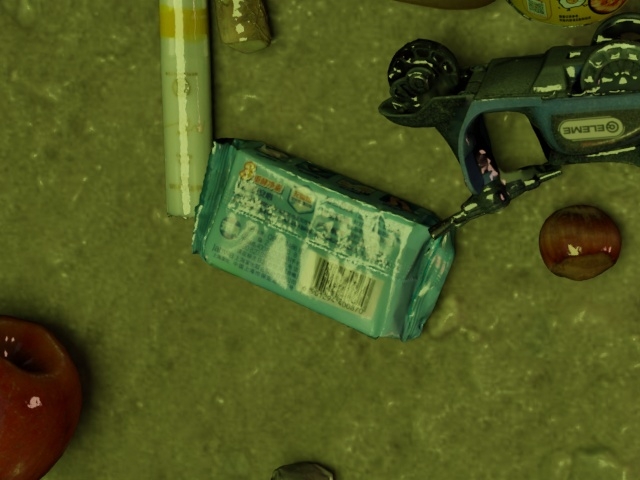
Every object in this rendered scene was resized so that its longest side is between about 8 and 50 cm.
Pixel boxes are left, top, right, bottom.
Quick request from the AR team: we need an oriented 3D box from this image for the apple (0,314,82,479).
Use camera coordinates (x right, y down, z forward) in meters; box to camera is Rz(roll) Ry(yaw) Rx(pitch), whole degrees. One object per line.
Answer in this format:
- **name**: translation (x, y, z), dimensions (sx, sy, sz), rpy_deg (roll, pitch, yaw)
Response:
- **apple**: translation (-0.394, 0.195, 2.127), dimensions (0.218, 0.218, 0.201), rpy_deg (37, 119, 9)

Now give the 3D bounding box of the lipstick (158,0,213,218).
- **lipstick**: translation (-0.151, -0.159, 2.047), dimensions (0.059, 0.059, 0.264), rpy_deg (4, 103, 20)

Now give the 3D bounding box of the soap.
- **soap**: translation (0.000, 0.000, 2.015), dimensions (0.293, 0.077, 0.156), rpy_deg (24, 108, 13)

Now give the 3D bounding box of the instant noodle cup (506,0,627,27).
- **instant noodle cup**: translation (0.247, -0.307, 1.793), dimensions (0.182, 0.182, 0.144), rpy_deg (13, 147, 18)

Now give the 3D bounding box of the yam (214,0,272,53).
- **yam**: translation (-0.115, -0.352, 1.990), dimensions (0.066, 0.066, 0.299), rpy_deg (-15, 96, 23)

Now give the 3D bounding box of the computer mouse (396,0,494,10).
- **computer mouse**: translation (0.063, -0.342, 1.923), dimensions (0.310, 0.072, 0.158), rpy_deg (17, 105, 17)

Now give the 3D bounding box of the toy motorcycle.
- **toy motorcycle**: translation (0.237, -0.115, 1.863), dimensions (0.358, 0.125, 0.212), rpy_deg (-2, 117, 19)

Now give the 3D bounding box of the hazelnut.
- **hazelnut**: translation (0.273, 0.002, 1.918), dimensions (0.086, 0.086, 0.086), rpy_deg (4, 103, 20)

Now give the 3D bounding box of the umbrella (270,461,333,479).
- **umbrella**: translation (-0.048, 0.420, 2.126), dimensions (0.067, 0.073, 0.337), rpy_deg (28, 114, 47)
